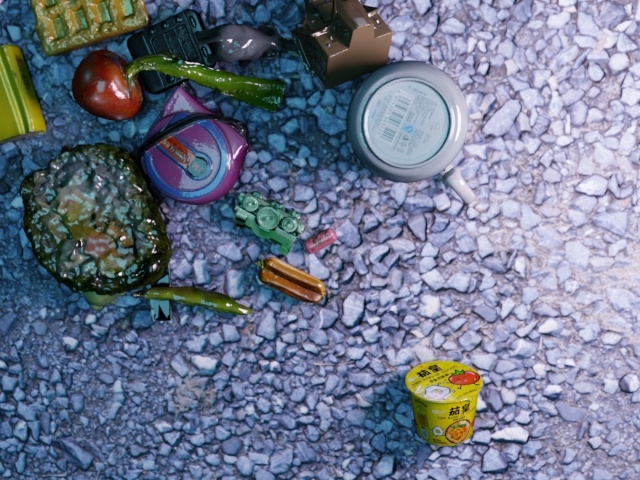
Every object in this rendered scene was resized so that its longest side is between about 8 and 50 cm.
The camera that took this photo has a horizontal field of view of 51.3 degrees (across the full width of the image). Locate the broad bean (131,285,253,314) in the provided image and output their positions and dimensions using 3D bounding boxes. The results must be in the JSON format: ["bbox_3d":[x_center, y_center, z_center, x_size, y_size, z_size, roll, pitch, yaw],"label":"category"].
[{"bbox_3d":[-0.309,0.141,1.639,0.297,0.060,0.043,11,123,-13],"label":"broad bean"}]

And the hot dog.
[{"bbox_3d":[-0.073,0.097,1.629,0.188,0.055,0.072,26,100,1],"label":"hot dog"}]

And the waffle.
[{"bbox_3d":[-0.538,-0.544,1.548,0.274,0.057,0.168,-14,100,9],"label":"waffle"}]

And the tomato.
[{"bbox_3d":[-0.496,-0.354,1.533,0.167,0.167,0.167,1,101,6],"label":"tomato"}]

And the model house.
[{"bbox_3d":[0.023,-0.490,1.451,0.181,0.176,0.248,-27,67,-17],"label":"model house"}]

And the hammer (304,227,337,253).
[{"bbox_3d":[0.000,0.000,1.611,0.083,0.043,0.043,-29,97,12],"label":"hammer"}]

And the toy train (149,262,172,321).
[{"bbox_3d":[-0.398,0.075,1.665,0.055,0.048,0.252,0,95,2],"label":"toy train"}]

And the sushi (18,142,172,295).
[{"bbox_3d":[-0.519,-0.040,1.540,0.294,0.178,0.352,-21,87,-4],"label":"sushi"}]

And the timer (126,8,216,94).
[{"bbox_3d":[-0.343,-0.437,1.554,0.187,0.055,0.144,-20,97,13],"label":"timer"}]

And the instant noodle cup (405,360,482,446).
[{"bbox_3d":[0.296,0.395,1.597,0.182,0.182,0.144,-2,110,6],"label":"instant noodle cup"}]

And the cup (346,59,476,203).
[{"bbox_3d":[0.214,-0.215,1.425,0.259,0.274,0.356,-40,94,12],"label":"cup"}]

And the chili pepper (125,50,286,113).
[{"bbox_3d":[-0.249,-0.353,1.481,0.359,0.076,0.085,6,131,-25],"label":"chili pepper"}]

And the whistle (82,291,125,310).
[{"bbox_3d":[-0.578,0.074,1.662,0.105,0.085,0.227,-32,98,11],"label":"whistle"}]

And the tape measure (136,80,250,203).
[{"bbox_3d":[-0.288,-0.207,1.551,0.231,0.149,0.245,40,95,0],"label":"tape measure"}]

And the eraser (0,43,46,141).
[{"bbox_3d":[-0.772,-0.347,1.606,0.158,0.069,0.226,-14,100,11],"label":"eraser"}]

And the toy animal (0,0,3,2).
[{"bbox_3d":[-0.799,-0.668,1.539,0.104,0.131,0.221,-24,125,37],"label":"toy animal"}]

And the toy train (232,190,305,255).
[{"bbox_3d":[-0.128,-0.047,1.601,0.178,0.071,0.104,27,113,-1],"label":"toy train"}]

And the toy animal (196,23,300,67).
[{"bbox_3d":[-0.149,-0.437,1.497,0.269,0.137,0.082,-8,100,-33],"label":"toy animal"}]
